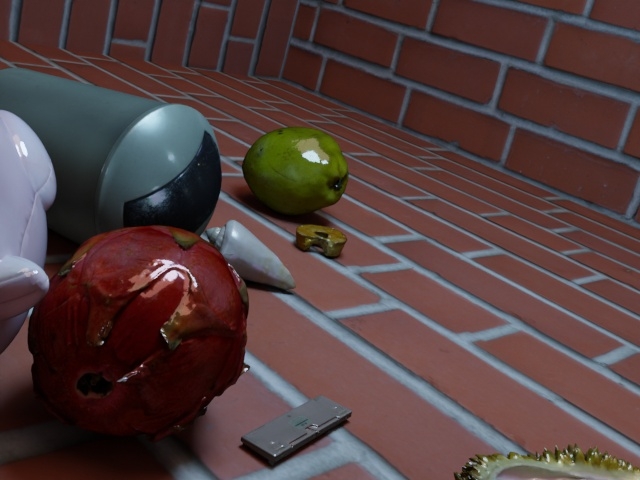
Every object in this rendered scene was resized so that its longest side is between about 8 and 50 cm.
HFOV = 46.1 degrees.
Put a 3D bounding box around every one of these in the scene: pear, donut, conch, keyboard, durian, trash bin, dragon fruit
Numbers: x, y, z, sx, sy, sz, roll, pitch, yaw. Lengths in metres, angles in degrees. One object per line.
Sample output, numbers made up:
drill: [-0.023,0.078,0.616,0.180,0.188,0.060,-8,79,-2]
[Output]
pear: [-0.060,-0.160,1.729,0.269,0.212,0.212,16,15,33]
donut: [0.000,0.000,1.560,0.108,0.043,0.097,16,18,6]
conch: [-0.120,0.025,1.309,0.176,0.094,0.104,17,-24,-11]
keyboard: [-0.024,0.226,0.906,0.055,0.017,0.166,21,18,30]
durian: [0.208,0.294,0.724,0.250,0.183,0.138,3,-15,-27]
trash bin: [-0.376,-0.125,1.262,0.432,0.280,0.280,20,18,25]
dragon fruit: [-0.193,0.097,0.822,0.241,0.241,0.252,25,24,28]

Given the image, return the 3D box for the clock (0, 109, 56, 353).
clock: [-0.437,0.012,0.759,0.368,0.250,0.377,-25,42,-20]
